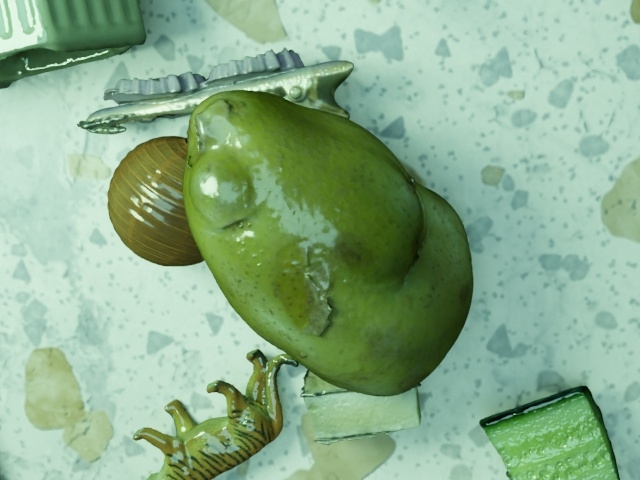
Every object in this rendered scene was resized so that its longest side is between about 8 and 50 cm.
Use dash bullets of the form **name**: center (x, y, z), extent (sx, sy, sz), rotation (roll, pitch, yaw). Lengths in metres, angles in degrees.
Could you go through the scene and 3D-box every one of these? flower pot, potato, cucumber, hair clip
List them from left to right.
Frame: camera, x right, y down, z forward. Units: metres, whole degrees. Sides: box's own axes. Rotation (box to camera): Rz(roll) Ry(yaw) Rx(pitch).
- **flower pot**: center (-0.300, -0.255, 1.187), extent (0.239, 0.209, 0.190), rotation (-11, 94, 9)
- **hair clip**: center (-0.105, -0.141, 1.227), extent (0.292, 0.106, 0.085), rotation (-4, 89, 11)
- **potato**: center (-0.001, -0.002, 1.157), extent (0.351, 0.202, 0.218), rotation (42, 75, -28)
- **potato**: center (0.045, 0.161, 1.253), extent (0.122, 0.086, 0.061), rotation (-7, 109, 7)
- **cucumber**: center (0.234, 0.208, 1.241), extent (0.115, 0.062, 0.116), rotation (-21, 100, 11)

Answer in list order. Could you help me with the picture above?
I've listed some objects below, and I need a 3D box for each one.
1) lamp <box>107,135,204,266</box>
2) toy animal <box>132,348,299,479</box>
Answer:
- **lamp**: center (-0.145, -0.040, 1.227), extent (0.136, 0.136, 0.136), rotation (1, 96, 7)
- **toy animal**: center (-0.114, 0.203, 1.294), extent (0.241, 0.057, 0.099), rotation (-33, 98, 8)
